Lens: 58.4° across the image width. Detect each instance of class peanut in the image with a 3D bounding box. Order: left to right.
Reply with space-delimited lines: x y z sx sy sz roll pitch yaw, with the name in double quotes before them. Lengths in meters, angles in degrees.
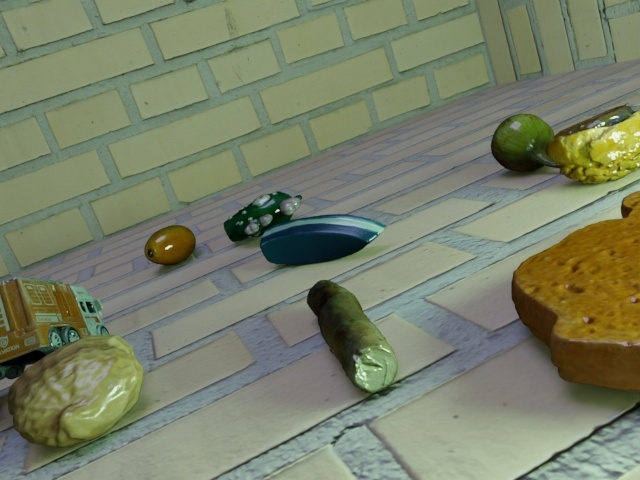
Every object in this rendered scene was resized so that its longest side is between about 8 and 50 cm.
"peanut" -0.365 0.223 0.860 0.196 0.110 0.233 -27 14 -24

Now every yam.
"yam" 0.035 0.117 0.799 0.071 0.067 0.317 6 10 -12

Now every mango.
"mango" -0.442 0.009 1.738 0.138 0.113 0.253 -22 7 8

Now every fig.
"fig" 0.500 -0.200 1.308 0.149 0.149 0.245 -22 34 -7

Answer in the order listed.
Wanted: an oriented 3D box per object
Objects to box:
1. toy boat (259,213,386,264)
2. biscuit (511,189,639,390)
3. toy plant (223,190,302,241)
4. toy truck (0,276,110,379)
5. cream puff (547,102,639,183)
"toy boat" 0.000 0.000 1.228 0.299 0.096 0.062 -8 29 32
"biscuit" 0.415 0.028 0.611 0.455 0.078 0.349 -26 13 -25
"toy plant" -0.161 -0.075 1.667 0.243 0.113 0.232 -32 16 -20
"toy truck" -0.515 0.154 1.062 0.136 0.162 0.305 -20 -7 -2
"cream puff" 0.536 -0.174 1.080 0.188 0.130 0.189 -24 6 3
